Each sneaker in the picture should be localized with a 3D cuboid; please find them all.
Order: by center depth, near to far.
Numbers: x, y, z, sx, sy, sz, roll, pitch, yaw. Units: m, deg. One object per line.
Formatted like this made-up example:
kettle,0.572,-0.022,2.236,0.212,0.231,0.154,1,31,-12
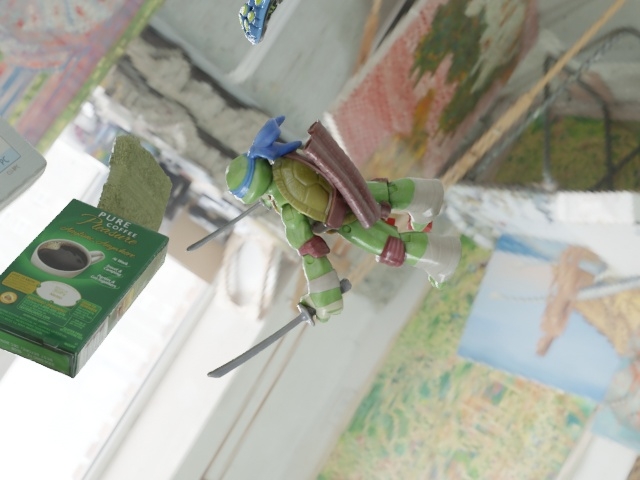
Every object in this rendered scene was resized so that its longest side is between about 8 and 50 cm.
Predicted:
sneaker,-0.088,-0.417,1.831,0.067,0.078,0.188,52,139,27

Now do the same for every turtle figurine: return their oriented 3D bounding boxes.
turtle figurine,0.000,0.000,1.169,0.266,0.275,0.198,8,-167,-22

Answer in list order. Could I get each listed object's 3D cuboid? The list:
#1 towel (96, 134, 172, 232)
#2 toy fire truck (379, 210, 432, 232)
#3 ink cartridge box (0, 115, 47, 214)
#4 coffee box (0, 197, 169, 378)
towel,-0.206,-0.045,1.168,0.027,0.110,0.148,9,164,13
toy fire truck,0.090,-0.040,1.814,0.192,0.047,0.135,13,159,-3
ink cartridge box,-0.528,-0.127,1.127,0.385,0.308,0.091,46,128,-9
coffee box,-0.232,0.041,0.995,0.113,0.184,0.040,20,131,8
